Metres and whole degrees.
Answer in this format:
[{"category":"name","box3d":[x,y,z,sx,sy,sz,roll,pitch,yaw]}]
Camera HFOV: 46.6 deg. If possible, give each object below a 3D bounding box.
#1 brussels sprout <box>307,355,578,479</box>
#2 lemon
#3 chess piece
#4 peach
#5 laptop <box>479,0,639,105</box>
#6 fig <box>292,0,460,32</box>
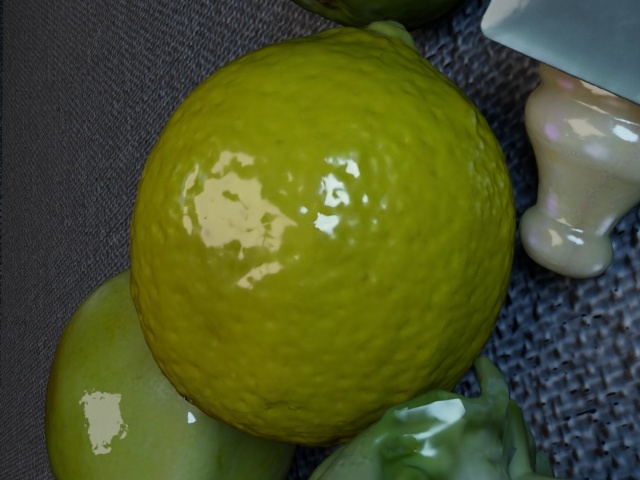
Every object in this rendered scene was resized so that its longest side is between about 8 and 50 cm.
[{"category":"brussels sprout","box3d":[0.120,0.311,0.370,0.425,0.342,0.361,-112,19,-54]},{"category":"lemon","box3d":[-0.001,0.002,0.615,0.336,0.336,0.336,-13,74,54]},{"category":"chess piece","box3d":[0.208,-0.121,0.509,0.124,0.138,0.307,-74,0,-70]},{"category":"peach","box3d":[-0.168,0.180,0.855,0.314,0.281,0.316,6,82,61]},{"category":"laptop","box3d":[0.246,-0.152,0.411,0.269,0.015,0.188,29,113,16]},{"category":"fig","box3d":[0.063,-0.343,0.651,0.233,0.233,0.314,44,126,49]}]
